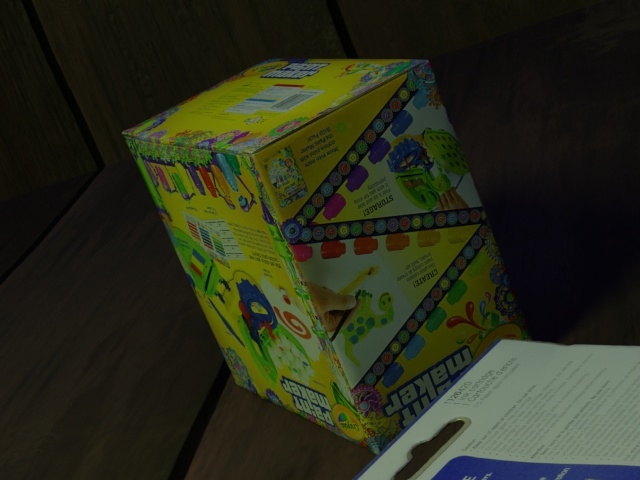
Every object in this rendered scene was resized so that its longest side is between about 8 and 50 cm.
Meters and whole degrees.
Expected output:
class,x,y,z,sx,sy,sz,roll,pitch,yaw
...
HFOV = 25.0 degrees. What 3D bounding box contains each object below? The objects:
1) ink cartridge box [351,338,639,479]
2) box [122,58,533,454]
class,x,y,z,sx,sy,sz,roll,pitch,yaw
ink cartridge box,0.166,0.168,0.945,0.307,0.072,0.303,-5,25,47
box,0.000,0.000,1.273,0.177,0.279,0.290,-30,20,-21
